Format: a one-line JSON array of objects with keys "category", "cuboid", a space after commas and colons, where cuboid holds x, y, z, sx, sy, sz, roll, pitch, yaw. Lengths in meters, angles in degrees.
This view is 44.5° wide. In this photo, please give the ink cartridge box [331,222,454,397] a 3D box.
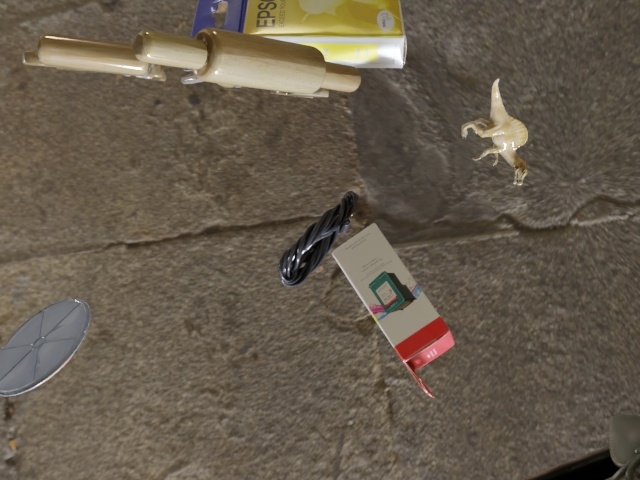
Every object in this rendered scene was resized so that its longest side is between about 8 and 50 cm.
[{"category": "ink cartridge box", "cuboid": [0.117, 0.101, 1.102, 0.078, 0.134, 0.231, -34, 71, 3]}]

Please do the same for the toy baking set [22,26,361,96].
[{"category": "toy baking set", "cuboid": [-0.075, -0.120, 0.529, 0.196, 0.256, 0.030, 17, 104, 49]}]

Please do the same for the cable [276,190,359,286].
[{"category": "cable", "cuboid": [0.000, 0.000, 1.205, 0.047, 0.184, 0.150, 44, 140, 5]}]

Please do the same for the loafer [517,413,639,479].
[{"category": "loafer", "cuboid": [0.198, 0.161, 0.528, 0.267, 0.096, 0.084, -40, 72, 20]}]

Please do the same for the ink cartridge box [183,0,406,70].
[{"category": "ink cartridge box", "cuboid": [-0.037, -0.361, 1.168, 0.307, 0.304, 0.072, 1, 136, -2]}]

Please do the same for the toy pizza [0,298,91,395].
[{"category": "toy pizza", "cuboid": [-0.462, 0.180, 1.307, 0.201, 0.201, 0.032, -21, 126, 18]}]

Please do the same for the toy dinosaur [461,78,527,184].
[{"category": "toy dinosaur", "cuboid": [0.267, -0.171, 1.190, 0.092, 0.053, 0.183, -1, 127, 36]}]
